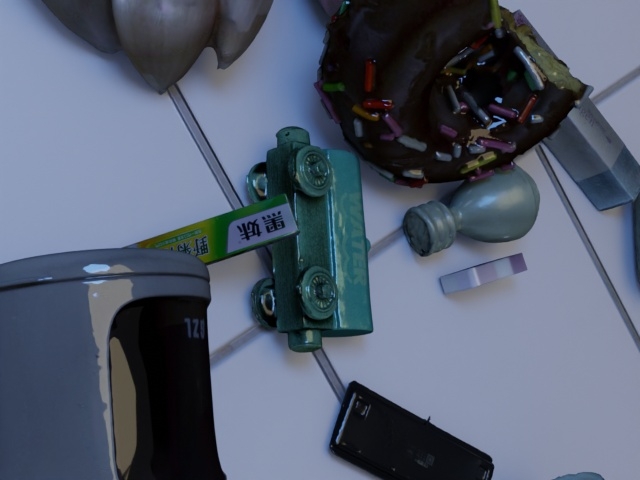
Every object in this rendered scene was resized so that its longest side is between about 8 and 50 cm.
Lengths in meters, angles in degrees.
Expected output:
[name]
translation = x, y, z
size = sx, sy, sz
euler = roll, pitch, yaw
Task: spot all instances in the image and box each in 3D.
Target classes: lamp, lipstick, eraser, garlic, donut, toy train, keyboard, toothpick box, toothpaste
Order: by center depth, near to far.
[toothpick box]
translation = -0.194, 0.178, 0.753
size = 0.229, 0.229, 0.316
euler = 0, 79, -34
[garlic]
translation = -0.169, -0.312, 0.882
size = 0.279, 0.132, 0.325
euler = 16, 100, -9
[toothpaste]
translation = -0.111, 0.001, 0.895
size = 0.178, 0.037, 0.043
euler = -18, 86, -1
[toy train]
translation = 0.000, 0.000, 0.999
size = 0.159, 0.101, 0.248
euler = 8, 74, -47
[donut]
translation = 0.137, -0.178, 1.031
size = 0.345, 0.259, 0.136
euler = 33, 22, -48
[keyboard]
translation = 0.110, 0.247, 1.043
size = 0.230, 0.025, 0.093
euler = 33, 63, -23
[lamp]
translation = 0.194, -0.038, 1.139
size = 0.193, 0.106, 0.106
euler = -17, 87, -27
[eraser]
translation = 0.207, 0.042, 1.142
size = 0.105, 0.065, 0.026
euler = -14, 83, -35
[lipstick]
translation = 0.347, -0.183, 1.299
size = 0.317, 0.068, 0.066
euler = 48, 57, -14

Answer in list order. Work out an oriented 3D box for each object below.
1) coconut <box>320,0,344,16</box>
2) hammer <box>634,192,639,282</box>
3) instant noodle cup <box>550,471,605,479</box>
[coconut]
translation = 0.081, -0.369, 1.068
size = 0.233, 0.233, 0.245
euler = -28, 92, -36
[hammer]
translation = 0.601, 0.015, 1.410
size = 0.305, 0.113, 0.202
euler = 18, 70, -39
[instant noodle cup]
translation = 0.298, 0.412, 1.012
size = 0.243, 0.243, 0.231
euler = -33, 89, -36
